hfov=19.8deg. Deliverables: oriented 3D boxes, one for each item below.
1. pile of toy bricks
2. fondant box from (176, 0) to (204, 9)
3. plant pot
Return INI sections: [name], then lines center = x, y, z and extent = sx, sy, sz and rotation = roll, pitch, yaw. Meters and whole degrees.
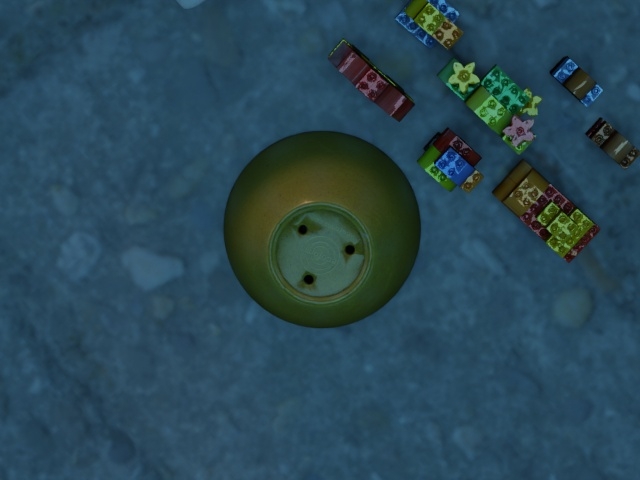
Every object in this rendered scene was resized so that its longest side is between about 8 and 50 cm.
[pile of toy bricks]
center = 0.113, -0.080, 1.173
extent = 0.212, 0.105, 0.118
rotation = 41, 98, -6
[fondant box]
center = -0.012, -0.332, 1.137
extent = 0.330, 0.096, 0.238
rotation = -33, 97, 7
[plant pot]
center = 0.000, 0.000, 1.194
extent = 0.134, 0.095, 0.134
rotation = 0, 99, 1
